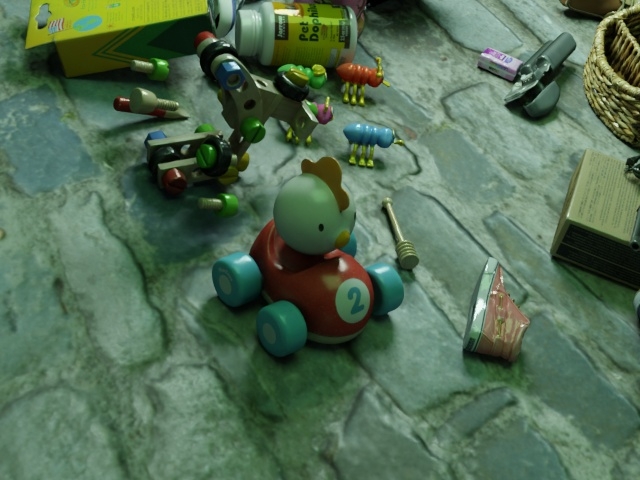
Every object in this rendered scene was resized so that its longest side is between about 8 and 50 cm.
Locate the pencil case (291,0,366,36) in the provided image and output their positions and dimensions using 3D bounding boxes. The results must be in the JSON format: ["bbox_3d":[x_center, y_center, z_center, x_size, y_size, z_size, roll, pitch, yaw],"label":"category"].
[{"bbox_3d":[0.055,-0.548,2.028,0.167,0.386,0.160,-4,54,-22],"label":"pencil case"}]

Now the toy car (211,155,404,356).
[{"bbox_3d":[0.000,0.000,1.468,0.219,0.238,0.210,-20,51,-35],"label":"toy car"}]

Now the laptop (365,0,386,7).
[{"bbox_3d":[0.143,-0.600,2.204,0.264,0.234,0.136,-31,85,-41],"label":"laptop"}]

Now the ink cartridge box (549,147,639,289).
[{"bbox_3d":[0.501,-0.035,1.793,0.193,0.088,0.234,23,39,7],"label":"ink cartridge box"}]

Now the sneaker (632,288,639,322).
[{"bbox_3d":[0.616,0.149,1.601,0.282,0.099,0.153,7,35,0],"label":"sneaker"}]

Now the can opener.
[{"bbox_3d":[0.450,-0.325,2.152,0.095,0.076,0.283,56,41,-8],"label":"can opener"}]

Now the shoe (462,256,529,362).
[{"bbox_3d":[0.263,0.103,1.576,0.081,0.063,0.178,19,45,2],"label":"shoe"}]

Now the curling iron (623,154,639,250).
[{"bbox_3d":[0.515,-0.059,1.730,0.068,0.035,0.274,17,38,8],"label":"curling iron"}]

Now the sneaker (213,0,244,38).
[{"bbox_3d":[-0.146,-0.516,2.121,0.236,0.130,0.322,4,52,-32],"label":"sneaker"}]

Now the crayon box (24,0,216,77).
[{"bbox_3d":[-0.347,-0.389,1.888,0.319,0.081,0.202,-10,43,1],"label":"crayon box"}]

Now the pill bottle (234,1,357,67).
[{"bbox_3d":[-0.047,-0.381,1.993,0.215,0.117,0.117,-1,42,-13],"label":"pill bottle"}]

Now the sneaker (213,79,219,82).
[{"bbox_3d":[-0.168,-0.287,1.918,0.044,0.040,0.109,-22,47,-16],"label":"sneaker"}]

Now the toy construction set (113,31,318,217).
[{"bbox_3d":[-0.150,-0.193,1.713,0.237,0.257,0.309,3,14,-42],"label":"toy construction set"}]

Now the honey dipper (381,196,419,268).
[{"bbox_3d":[0.122,-0.016,1.696,0.031,0.030,0.160,3,37,-15],"label":"honey dipper"}]

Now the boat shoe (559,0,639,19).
[{"bbox_3d":[0.703,-0.551,2.447,0.324,0.122,0.120,-4,46,-22],"label":"boat shoe"}]

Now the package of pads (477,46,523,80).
[{"bbox_3d":[0.363,-0.357,2.172,0.083,0.032,0.050,27,38,14],"label":"package of pads"}]

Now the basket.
[{"bbox_3d":[0.653,-0.347,2.107,0.214,0.223,0.299,4,41,-14],"label":"basket"}]

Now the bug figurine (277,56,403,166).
[{"bbox_3d":[0.031,-0.246,1.901,0.216,0.072,0.279,6,40,-11],"label":"bug figurine"}]
